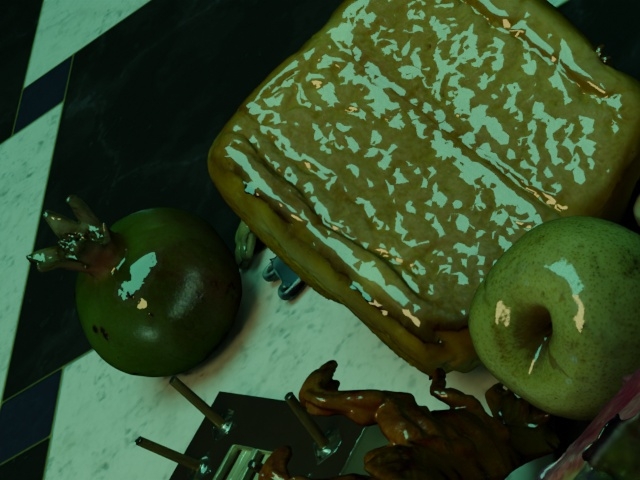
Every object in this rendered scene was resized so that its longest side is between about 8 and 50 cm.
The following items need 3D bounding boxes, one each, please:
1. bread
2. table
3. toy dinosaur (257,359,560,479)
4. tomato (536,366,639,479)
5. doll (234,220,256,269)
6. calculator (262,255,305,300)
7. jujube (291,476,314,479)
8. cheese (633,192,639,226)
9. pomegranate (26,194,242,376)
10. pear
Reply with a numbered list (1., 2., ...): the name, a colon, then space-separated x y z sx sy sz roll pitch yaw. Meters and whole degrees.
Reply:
1. bread: 0.111 -0.072 1.720 0.337 0.148 0.328 38 80 22
2. table: -0.063 0.191 1.768 0.240 0.111 0.121 2 57 52
3. toy dinosaur: 0.053 0.169 1.447 0.208 0.097 0.432 10 16 20
4. tomato: 0.208 0.225 1.330 0.335 0.176 0.289 -48 -4 -10
5. doll: -0.081 -0.018 2.082 0.093 0.051 0.061 -63 5 -28
6. calculator: 0.000 0.000 1.991 0.141 0.019 0.094 -46 31 2
7. jujube: 0.005 0.288 1.525 0.183 0.183 0.243 -48 23 1
8. cheese: 0.327 -0.087 1.656 0.065 0.043 0.194 -1 56 57
9. pomegranate: -0.190 0.039 1.991 0.181 0.224 0.181 -28 45 32
10. pear: 0.205 0.061 1.522 0.167 0.167 0.137 -12 9 45
